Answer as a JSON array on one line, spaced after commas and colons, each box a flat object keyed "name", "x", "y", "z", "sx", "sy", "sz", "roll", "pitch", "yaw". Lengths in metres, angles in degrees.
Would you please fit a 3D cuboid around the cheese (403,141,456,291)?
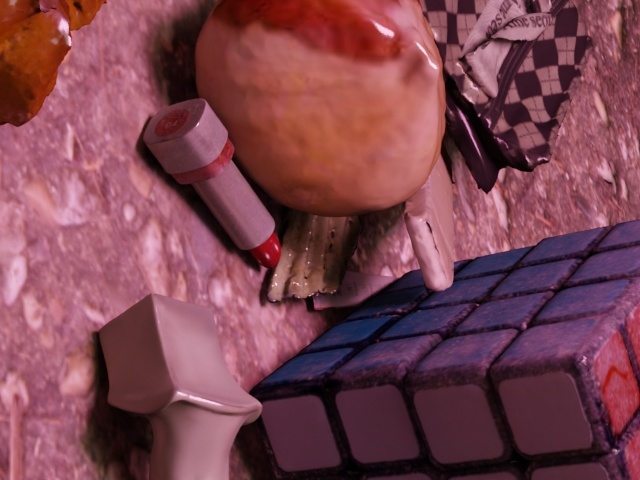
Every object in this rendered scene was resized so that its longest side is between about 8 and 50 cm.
[{"name": "cheese", "x": 0.110, "y": -0.054, "z": 1.775, "sx": 0.400, "sy": 0.034, "sz": 0.085, "roll": -79, "pitch": 151, "yaw": -71}]

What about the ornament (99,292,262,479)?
[{"name": "ornament", "x": -0.101, "y": 0.181, "z": 1.386, "sx": 0.130, "sy": 0.120, "sz": 0.285, "roll": -5, "pitch": 78, "yaw": -52}]

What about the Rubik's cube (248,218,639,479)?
[{"name": "Rubik's cube", "x": 0.193, "y": 0.204, "z": 1.589, "sx": 0.344, "sy": 0.337, "sz": 0.343, "roll": -35, "pitch": 110, "yaw": -56}]

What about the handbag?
[{"name": "handbag", "x": 0.132, "y": -0.280, "z": 1.886, "sx": 0.416, "sy": 0.180, "sz": 0.316, "roll": 54, "pitch": 32, "yaw": -24}]

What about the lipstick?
[{"name": "lipstick", "x": -0.084, "y": -0.043, "z": 1.581, "sx": 0.186, "sy": 0.063, "sz": 0.057, "roll": 56, "pitch": 37, "yaw": -35}]

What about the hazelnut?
[{"name": "hazelnut", "x": 0.017, "y": -0.149, "z": 1.613, "sx": 0.261, "sy": 0.241, "sz": 0.261, "roll": 17, "pitch": 69, "yaw": -51}]

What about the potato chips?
[{"name": "potato chips", "x": 0.000, "y": 0.000, "z": 1.695, "sx": 0.092, "sy": 0.028, "sz": 0.207, "roll": 36, "pitch": 41, "yaw": -21}]

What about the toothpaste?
[{"name": "toothpaste", "x": 0.048, "y": 0.050, "z": 1.756, "sx": 0.190, "sy": 0.031, "sz": 0.048, "roll": 6, "pitch": 66, "yaw": -51}]

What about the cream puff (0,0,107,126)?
[{"name": "cream puff", "x": -0.265, "y": -0.214, "z": 1.311, "sx": 0.241, "sy": 0.155, "sz": 0.269, "roll": -22, "pitch": 87, "yaw": -63}]
